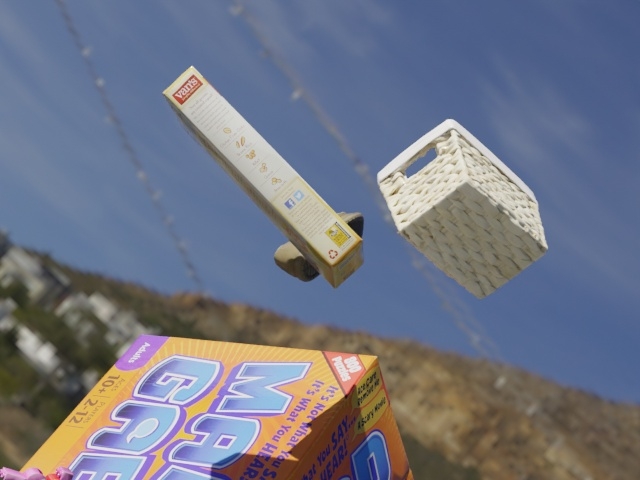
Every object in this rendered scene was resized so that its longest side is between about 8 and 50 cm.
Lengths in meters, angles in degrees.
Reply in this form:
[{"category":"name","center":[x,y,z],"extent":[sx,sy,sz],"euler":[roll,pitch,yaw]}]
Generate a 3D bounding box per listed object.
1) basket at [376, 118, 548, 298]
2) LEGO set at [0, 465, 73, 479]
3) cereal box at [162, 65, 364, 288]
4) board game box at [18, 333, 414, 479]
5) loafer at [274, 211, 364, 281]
[{"category":"basket","center":[0.159,-0.030,1.887],"extent":[0.167,0.113,0.103],"euler":[37,24,-35]},{"category":"LEGO set","center":[-0.354,0.321,1.808],"extent":[0.093,0.227,0.087],"euler":[22,3,-25]},{"category":"cereal box","center":[-0.053,-0.060,1.721],"extent":[0.240,0.047,0.173],"euler":[47,-4,6]},{"category":"board game box","center":[-0.117,0.371,2.113],"extent":[0.356,0.356,0.356],"euler":[3,-55,31]},{"category":"loafer","center":[0.000,0.000,1.894],"extent":[0.050,0.148,0.056],"euler":[18,-66,25]}]
